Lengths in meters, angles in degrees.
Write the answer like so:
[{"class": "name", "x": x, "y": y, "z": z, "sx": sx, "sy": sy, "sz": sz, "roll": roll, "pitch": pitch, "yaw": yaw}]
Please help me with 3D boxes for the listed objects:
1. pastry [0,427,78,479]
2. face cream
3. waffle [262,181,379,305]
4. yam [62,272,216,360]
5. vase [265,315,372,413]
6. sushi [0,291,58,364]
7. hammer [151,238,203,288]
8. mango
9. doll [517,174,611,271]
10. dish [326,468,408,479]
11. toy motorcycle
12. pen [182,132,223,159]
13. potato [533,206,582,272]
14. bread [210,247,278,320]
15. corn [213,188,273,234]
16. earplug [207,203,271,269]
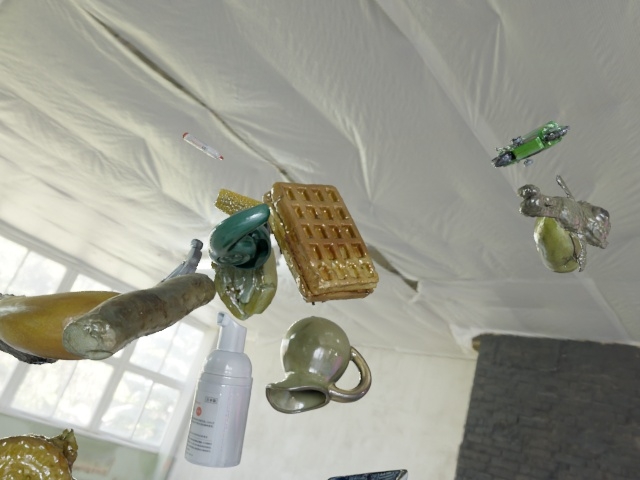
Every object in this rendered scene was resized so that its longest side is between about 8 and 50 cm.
[{"class": "pastry", "x": -0.618, "y": 0.516, "z": 1.044, "sx": 0.235, "sy": 0.240, "sz": 0.132, "roll": -3, "pitch": -22, "yaw": -22}, {"class": "face cream", "x": -0.245, "y": 0.374, "z": 1.327, "sx": 0.145, "sy": 0.370, "sz": 0.145, "roll": 9, "pitch": -10, "yaw": 2}, {"class": "waffle", "x": 0.000, "y": 0.000, "z": 1.304, "sx": 0.224, "sy": 0.328, "sz": 0.098, "roll": 0, "pitch": -38, "yaw": -37}, {"class": "yam", "x": -0.233, "y": 0.095, "z": 0.722, "sx": 0.071, "sy": 0.067, "sz": 0.317, "roll": -15, "pitch": 3, "yaw": 13}, {"class": "vase", "x": 0.011, "y": 0.431, "z": 1.716, "sx": 0.329, "sy": 0.302, "sz": 0.241, "roll": 16, "pitch": -45, "yaw": 3}, {"class": "sushi", "x": -0.524, "y": 0.160, "z": 0.917, "sx": 0.150, "sy": 0.090, "sz": 0.078, "roll": 34, "pitch": -53, "yaw": 0}, {"class": "hammer", "x": -0.341, "y": 0.099, "z": 1.108, "sx": 0.246, "sy": 0.103, "sz": 0.029, "roll": -39, "pitch": -60, "yaw": 22}, {"class": "mango", "x": -0.373, "y": 0.118, "z": 0.745, "sx": 0.227, "sy": 0.099, "sz": 0.136, "roll": 4, "pitch": 5, "yaw": 10}, {"class": "doll", "x": 0.519, "y": -0.065, "z": 1.094, "sx": 0.286, "sy": 0.203, "sz": 0.091, "roll": 34, "pitch": -49, "yaw": -18}, {"class": "dish", "x": 0.072, "y": 0.596, "z": 1.153, "sx": 0.243, "sy": 0.080, "sz": 0.182, "roll": -25, "pitch": -8, "yaw": 37}, {"class": "toy motorcycle", "x": 0.499, "y": -0.230, "z": 1.225, "sx": 0.190, "sy": 0.106, "sz": 0.074, "roll": -26, "pitch": -82, "yaw": 38}, {"class": "pen", "x": -0.341, "y": -0.272, "z": 1.504, "sx": 0.218, "sy": 0.026, "sz": 0.026, "roll": 34, "pitch": -8, "yaw": 40}, {"class": "potato", "x": 0.742, "y": 0.000, "z": 1.599, "sx": 0.143, "sy": 0.169, "sz": 0.248, "roll": -25, "pitch": -53, "yaw": 10}, {"class": "bread", "x": -0.224, "y": 0.108, "z": 1.558, "sx": 0.185, "sy": 0.257, "sz": 0.124, "roll": -18, "pitch": -17, "yaw": 9}, {"class": "corn", "x": -0.224, "y": -0.091, "z": 1.823, "sx": 0.310, "sy": 0.102, "sz": 0.101, "roll": 20, "pitch": -22, "yaw": -18}, {"class": "earplug", "x": -0.209, "y": -0.025, "z": 1.375, "sx": 0.163, "sy": 0.280, "sz": 0.257, "roll": 8, "pitch": -61, "yaw": 0}]
